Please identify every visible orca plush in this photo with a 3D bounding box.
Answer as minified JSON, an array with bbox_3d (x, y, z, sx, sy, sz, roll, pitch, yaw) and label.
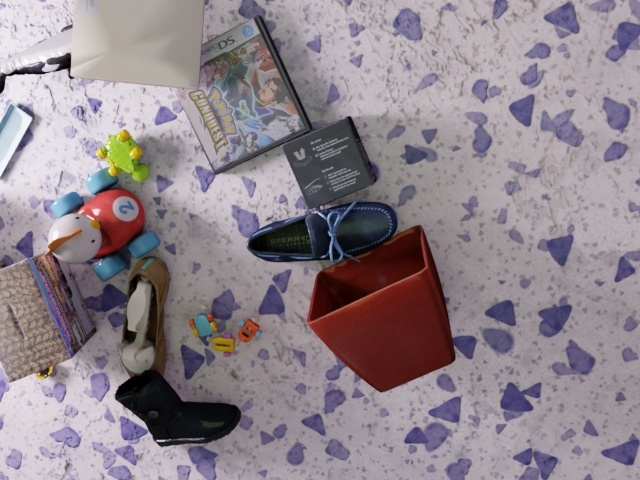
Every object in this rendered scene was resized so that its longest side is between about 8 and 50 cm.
[{"bbox_3d":[-0.594,-0.394,1.668,0.287,0.151,0.102,-28,132,-2],"label":"orca plush"}]

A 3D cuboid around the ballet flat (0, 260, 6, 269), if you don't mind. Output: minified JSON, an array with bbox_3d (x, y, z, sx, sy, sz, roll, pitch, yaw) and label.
[{"bbox_3d":[-0.798,0.153,1.825,0.068,0.072,0.213,-2,100,6],"label":"ballet flat"}]

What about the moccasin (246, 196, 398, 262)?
[{"bbox_3d":[0.000,0.000,1.611,0.342,0.117,0.138,-16,90,20],"label":"moccasin"}]

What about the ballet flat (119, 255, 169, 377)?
[{"bbox_3d":[-0.423,0.209,1.743,0.116,0.124,0.342,12,103,8],"label":"ballet flat"}]

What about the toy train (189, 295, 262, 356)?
[{"bbox_3d":[-0.226,0.202,1.750,0.166,0.046,0.125,31,103,0],"label":"toy train"}]

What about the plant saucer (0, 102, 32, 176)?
[{"bbox_3d":[-0.758,-0.234,1.771,0.067,0.018,0.192,36,104,2],"label":"plant saucer"}]

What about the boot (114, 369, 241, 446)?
[{"bbox_3d":[-0.338,0.390,1.739,0.246,0.094,0.207,-15,127,18],"label":"boot"}]

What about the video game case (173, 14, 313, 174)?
[{"bbox_3d":[-0.185,-0.321,1.645,0.248,0.035,0.275,-24,96,13],"label":"video game case"}]

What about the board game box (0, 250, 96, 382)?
[{"bbox_3d":[-0.644,0.157,1.673,0.141,0.291,0.232,-22,96,-4],"label":"board game box"}]

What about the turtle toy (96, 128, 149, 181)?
[{"bbox_3d":[-0.447,-0.191,1.699,0.095,0.066,0.130,-34,94,14],"label":"turtle toy"}]

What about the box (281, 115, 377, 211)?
[{"bbox_3d":[0.022,-0.170,1.608,0.156,0.093,0.158,-21,97,13],"label":"box"}]

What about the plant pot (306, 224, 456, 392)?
[{"bbox_3d":[0.152,0.161,1.577,0.267,0.267,0.236,-26,106,13],"label":"plant pot"}]

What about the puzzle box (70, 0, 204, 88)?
[{"bbox_3d":[-0.380,-0.539,1.572,0.272,0.052,0.409,5,95,-6],"label":"puzzle box"}]

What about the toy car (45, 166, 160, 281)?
[{"bbox_3d":[-0.520,-0.021,1.656,0.210,0.238,0.219,-32,94,14],"label":"toy car"}]

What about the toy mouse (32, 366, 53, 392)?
[{"bbox_3d":[-0.723,0.279,1.855,0.143,0.031,0.161,43,104,-1],"label":"toy mouse"}]
